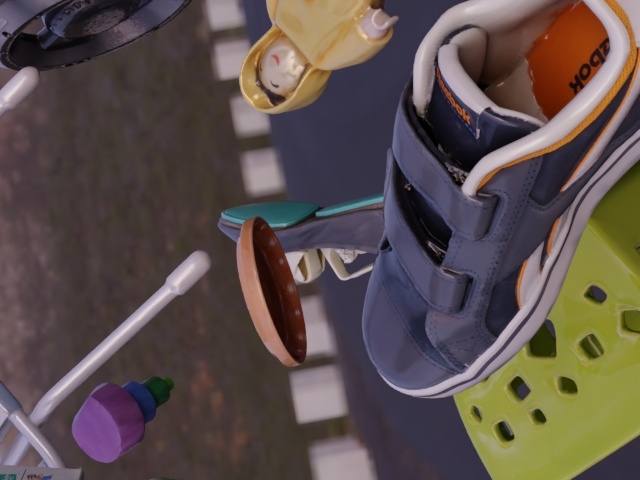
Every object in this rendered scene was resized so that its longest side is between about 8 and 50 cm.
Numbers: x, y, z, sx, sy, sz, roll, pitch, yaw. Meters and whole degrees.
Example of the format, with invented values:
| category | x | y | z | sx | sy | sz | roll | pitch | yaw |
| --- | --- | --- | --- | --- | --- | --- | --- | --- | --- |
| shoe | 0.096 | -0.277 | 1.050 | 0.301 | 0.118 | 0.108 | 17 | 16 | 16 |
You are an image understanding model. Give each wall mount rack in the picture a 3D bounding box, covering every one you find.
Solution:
| category | x | y | z | sx | sy | sz | roll | pitch | yaw |
| --- | --- | --- | --- | --- | --- | --- | --- | --- | --- |
| wall mount rack | -0.256 | 0.054 | 1.392 | 0.350 | 0.130 | 0.304 | 46 | 127 | 12 |

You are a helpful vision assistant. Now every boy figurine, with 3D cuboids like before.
| category | x | y | z | sx | sy | sz | roll | pitch | yaw |
| --- | --- | --- | --- | --- | --- | --- | --- | --- | --- |
| boy figurine | -0.005 | -0.230 | 1.632 | 0.177 | 0.092 | 0.285 | 48 | 139 | 17 |

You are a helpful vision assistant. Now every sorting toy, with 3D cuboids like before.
| category | x | y | z | sx | sy | sz | roll | pitch | yaw |
| --- | --- | --- | --- | --- | --- | --- | --- | --- | --- |
| sorting toy | -0.082 | 0.272 | 1.644 | 0.127 | 0.126 | 0.365 | -37 | 86 | 44 |

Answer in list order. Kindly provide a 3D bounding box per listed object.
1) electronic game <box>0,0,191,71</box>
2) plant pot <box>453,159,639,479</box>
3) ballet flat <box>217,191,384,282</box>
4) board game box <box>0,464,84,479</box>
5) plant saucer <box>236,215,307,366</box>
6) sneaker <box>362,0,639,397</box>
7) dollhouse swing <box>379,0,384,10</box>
| category | x | y | z | sx | sy | sz | roll | pitch | yaw |
| --- | --- | --- | --- | --- | --- | --- | --- | --- | --- |
| electronic game | -0.203 | -0.212 | 1.580 | 0.229 | 0.229 | 0.048 | 88 | 159 | -80 |
| plant pot | 0.210 | 0.039 | 1.374 | 0.207 | 0.228 | 0.227 | 53 | -142 | 7 |
| ballet flat | 0.000 | 0.000 | 1.450 | 0.074 | 0.203 | 0.074 | 8 | -100 | -51 |
| board game box | -0.288 | 0.221 | 1.065 | 0.144 | 0.275 | 0.142 | -82 | -4 | -72 |
| plant saucer | -0.027 | 0.028 | 0.965 | 0.083 | 0.013 | 0.083 | -16 | -90 | -79 |
| sneaker | 0.090 | -0.041 | 0.990 | 0.321 | 0.127 | 0.126 | -57 | 48 | 29 |
| dollhouse swing | 0.024 | -0.442 | 1.901 | 0.315 | 0.305 | 0.347 | 37 | -163 | -10 |
